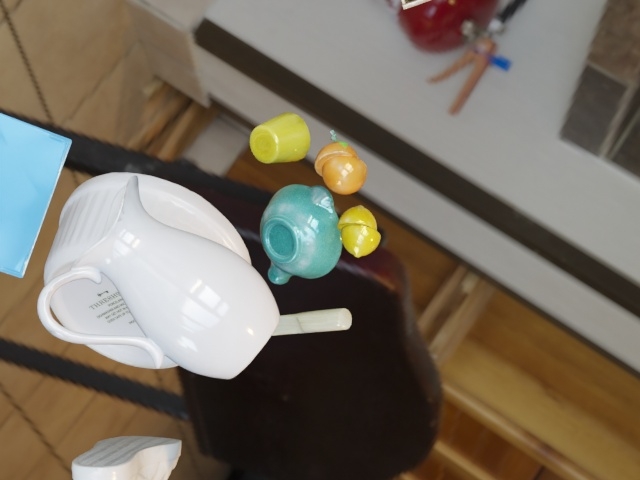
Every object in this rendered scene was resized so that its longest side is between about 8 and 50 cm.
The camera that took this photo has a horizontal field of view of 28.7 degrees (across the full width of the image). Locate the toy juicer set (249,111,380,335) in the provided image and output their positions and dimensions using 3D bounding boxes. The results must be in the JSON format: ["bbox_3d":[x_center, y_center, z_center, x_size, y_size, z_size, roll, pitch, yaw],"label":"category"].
[{"bbox_3d":[0.000,0.000,1.710,0.089,0.209,0.329,-21,121,-49],"label":"toy juicer set"}]

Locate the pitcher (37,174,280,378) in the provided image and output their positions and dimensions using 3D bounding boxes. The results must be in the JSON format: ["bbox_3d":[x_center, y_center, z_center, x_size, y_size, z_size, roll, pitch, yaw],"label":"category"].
[{"bbox_3d":[-0.161,0.064,1.256,0.178,0.207,0.125,-53,-171,-13],"label":"pitcher"}]

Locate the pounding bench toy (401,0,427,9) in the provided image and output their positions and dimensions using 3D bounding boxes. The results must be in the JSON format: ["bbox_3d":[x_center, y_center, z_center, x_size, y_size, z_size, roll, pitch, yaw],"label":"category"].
[{"bbox_3d":[0.122,-0.343,1.613,0.052,0.065,0.083,-17,-164,10],"label":"pounding bench toy"}]

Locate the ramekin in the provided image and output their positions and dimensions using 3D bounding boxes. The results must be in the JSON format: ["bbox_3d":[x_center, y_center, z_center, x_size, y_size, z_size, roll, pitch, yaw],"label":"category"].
[{"bbox_3d":[-0.233,0.053,1.632,0.273,0.273,0.127,107,3,-49],"label":"ramekin"}]

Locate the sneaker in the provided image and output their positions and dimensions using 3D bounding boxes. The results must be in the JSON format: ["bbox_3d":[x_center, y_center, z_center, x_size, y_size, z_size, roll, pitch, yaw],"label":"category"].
[{"bbox_3d":[-0.269,0.365,1.726,0.292,0.108,0.169,-5,95,-77],"label":"sneaker"}]

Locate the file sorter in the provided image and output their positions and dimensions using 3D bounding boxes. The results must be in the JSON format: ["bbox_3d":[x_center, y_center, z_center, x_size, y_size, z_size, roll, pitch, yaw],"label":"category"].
[{"bbox_3d":[-0.385,-0.059,1.473,0.104,0.118,0.170,9,-100,68],"label":"file sorter"}]
